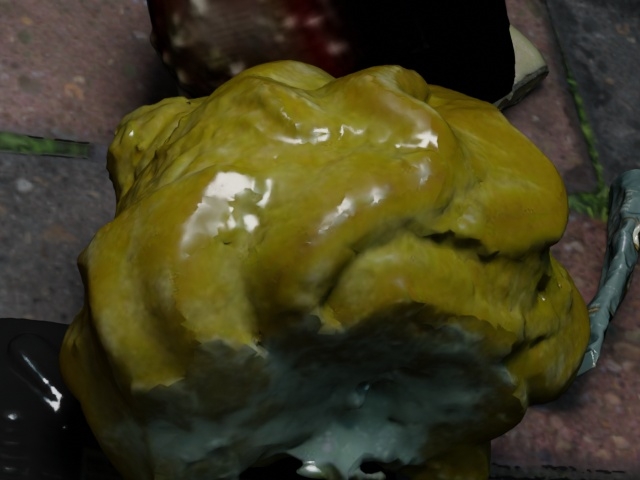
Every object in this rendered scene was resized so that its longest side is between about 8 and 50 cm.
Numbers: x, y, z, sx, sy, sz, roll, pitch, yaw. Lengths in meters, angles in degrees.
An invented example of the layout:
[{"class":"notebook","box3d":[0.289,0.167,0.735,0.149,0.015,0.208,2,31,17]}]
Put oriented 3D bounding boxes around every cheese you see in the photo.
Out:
[{"class":"cheese","box3d":[0.096,-0.181,1.588,0.192,0.037,0.097,46,48,12]}]

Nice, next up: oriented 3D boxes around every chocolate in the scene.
[{"class":"chocolate","box3d":[-0.006,-0.169,1.376,0.340,0.210,0.225,-25,98,-71]}]

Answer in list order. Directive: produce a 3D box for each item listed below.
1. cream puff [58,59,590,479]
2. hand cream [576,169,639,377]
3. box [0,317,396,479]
[{"class":"cream puff","box3d":[-0.004,-0.004,1.154,0.323,0.274,0.270,3,47,-28]},{"class":"hand cream","box3d":[0.208,0.026,1.462,0.052,0.075,0.248,30,45,6]},{"class":"box","box3d":[-0.090,0.190,1.187,0.290,0.073,0.289,14,49,-15]}]
